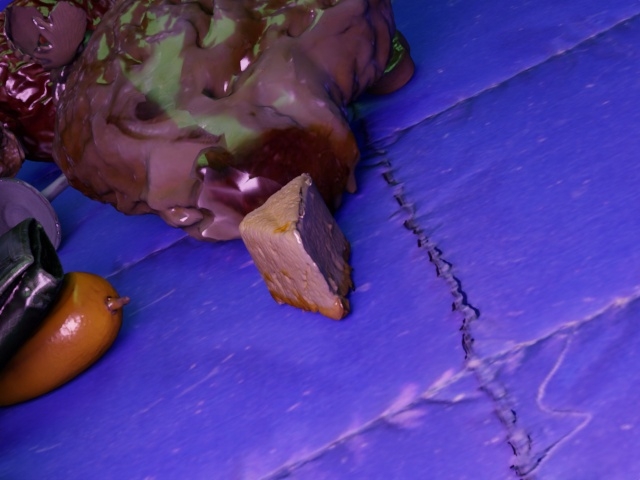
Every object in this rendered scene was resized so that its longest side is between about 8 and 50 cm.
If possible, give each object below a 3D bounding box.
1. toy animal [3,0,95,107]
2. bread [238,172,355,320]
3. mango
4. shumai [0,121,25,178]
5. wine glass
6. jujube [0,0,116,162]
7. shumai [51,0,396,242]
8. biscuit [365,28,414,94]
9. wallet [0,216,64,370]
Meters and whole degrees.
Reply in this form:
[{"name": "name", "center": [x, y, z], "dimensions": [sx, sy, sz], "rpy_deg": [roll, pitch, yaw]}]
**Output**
[{"name": "toy animal", "center": [-0.226, -0.177, 1.445], "dimensions": [0.094, 0.186, 0.214], "rpy_deg": [-25, 19, 17]}, {"name": "bread", "center": [0.000, 0.000, 1.039], "dimensions": [0.080, 0.084, 0.109], "rpy_deg": [-37, 21, -20]}, {"name": "mango", "center": [-0.228, 0.086, 1.162], "dimensions": [0.187, 0.066, 0.101], "rpy_deg": [-31, 29, 15]}, {"name": "shumai", "center": [-0.369, -0.082, 1.532], "dimensions": [0.105, 0.139, 0.123], "rpy_deg": [10, 57, -8]}, {"name": "wine glass", "center": [-0.235, -0.166, 1.547], "dimensions": [0.096, 0.264, 0.309], "rpy_deg": [20, 39, 18]}, {"name": "jujube", "center": [-0.325, -0.216, 1.826], "dimensions": [0.213, 0.213, 0.232], "rpy_deg": [-6, 37, 47]}, {"name": "shumai", "center": [-0.081, -0.126, 1.268], "dimensions": [0.346, 0.217, 0.283], "rpy_deg": [-25, 19, 1]}, {"name": "biscuit", "center": [-0.044, -0.175, 1.527], "dimensions": [0.320, 0.047, 0.183], "rpy_deg": [-7, 51, 28]}, {"name": "wallet", "center": [-0.291, 0.092, 1.131], "dimensions": [0.236, 0.055, 0.160], "rpy_deg": [-51, 19, 2]}]
